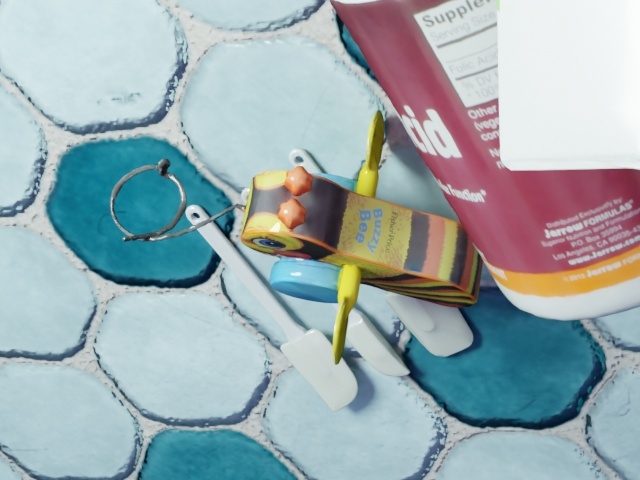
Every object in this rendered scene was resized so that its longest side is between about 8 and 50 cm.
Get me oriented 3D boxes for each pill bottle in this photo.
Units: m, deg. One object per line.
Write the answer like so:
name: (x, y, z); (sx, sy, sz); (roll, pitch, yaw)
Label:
pill bottle: (0.138, -0.158, 1.027); (0.224, 0.224, 0.392); (-19, 117, 27)

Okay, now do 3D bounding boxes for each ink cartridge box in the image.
ink cartridge box: (0.236, -0.144, 0.888); (0.115, 0.273, 0.198); (2, 96, 52)

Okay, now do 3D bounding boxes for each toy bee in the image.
toy bee: (0.000, 0.000, 1.185); (0.298, 0.195, 0.162); (-9, 172, -14)

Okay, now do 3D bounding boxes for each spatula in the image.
spatula: (0.006, 0.033, 1.333); (0.168, 0.019, 0.242); (-28, 109, 31)
